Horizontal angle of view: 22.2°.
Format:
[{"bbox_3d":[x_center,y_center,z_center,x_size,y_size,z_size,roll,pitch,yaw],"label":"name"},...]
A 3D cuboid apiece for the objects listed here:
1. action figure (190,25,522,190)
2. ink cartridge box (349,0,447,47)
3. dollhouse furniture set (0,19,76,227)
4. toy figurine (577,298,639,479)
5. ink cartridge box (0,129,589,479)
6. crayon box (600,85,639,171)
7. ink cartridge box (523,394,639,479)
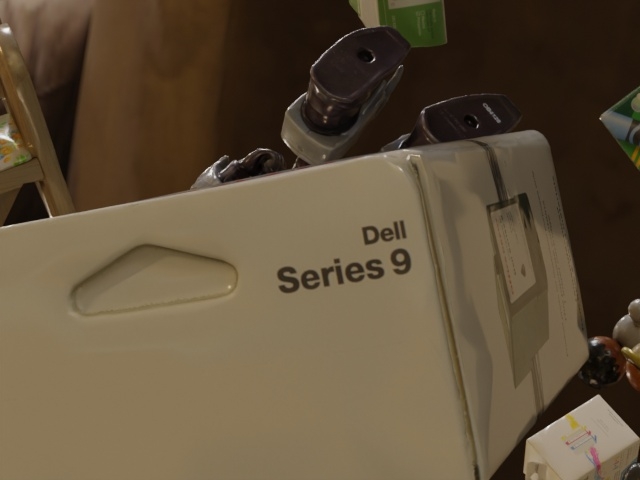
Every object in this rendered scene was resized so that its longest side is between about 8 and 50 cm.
[{"bbox_3d":[0.000,0.000,1.013,0.185,0.099,0.285,42,134,6],"label":"action figure"},{"bbox_3d":[0.066,-0.255,1.533,0.209,0.062,0.109,-110,12,-69],"label":"ink cartridge box"},{"bbox_3d":[-0.421,-0.146,1.190,0.394,0.362,0.256,-123,16,-52],"label":"dollhouse furniture set"},{"bbox_3d":[0.331,0.153,1.459,0.210,0.148,0.213,63,171,-7],"label":"toy figurine"},{"bbox_3d":[-0.016,0.033,0.687,0.211,0.289,0.122,-11,92,17],"label":"ink cartridge box"},{"bbox_3d":[0.491,-0.151,1.751,0.323,0.083,0.203,-38,84,15],"label":"crayon box"},{"bbox_3d":[0.342,0.294,2.188,0.090,0.143,0.092,49,159,33],"label":"ink cartridge box"}]
